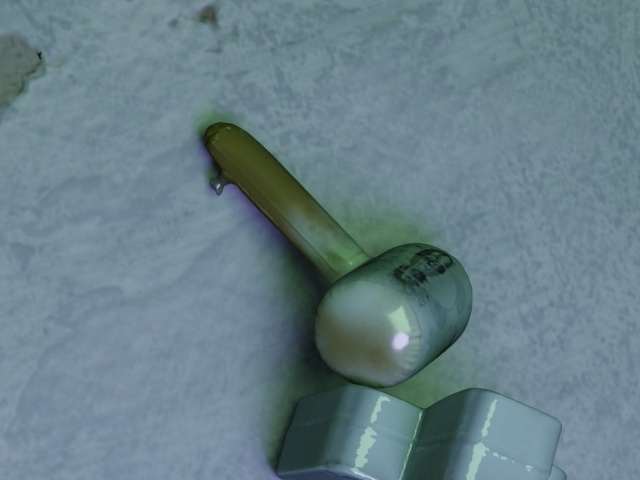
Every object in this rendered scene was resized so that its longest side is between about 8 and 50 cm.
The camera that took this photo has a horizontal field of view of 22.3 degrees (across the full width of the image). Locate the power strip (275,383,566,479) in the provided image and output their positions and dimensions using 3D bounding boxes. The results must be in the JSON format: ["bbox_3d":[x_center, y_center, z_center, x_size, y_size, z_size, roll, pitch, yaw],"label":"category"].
[{"bbox_3d":[0.101,0.221,1.423,0.229,0.261,0.141,23,71,-16],"label":"power strip"}]

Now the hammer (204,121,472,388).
[{"bbox_3d":[0.000,0.000,1.500,0.305,0.202,0.113,44,110,9],"label":"hammer"}]
